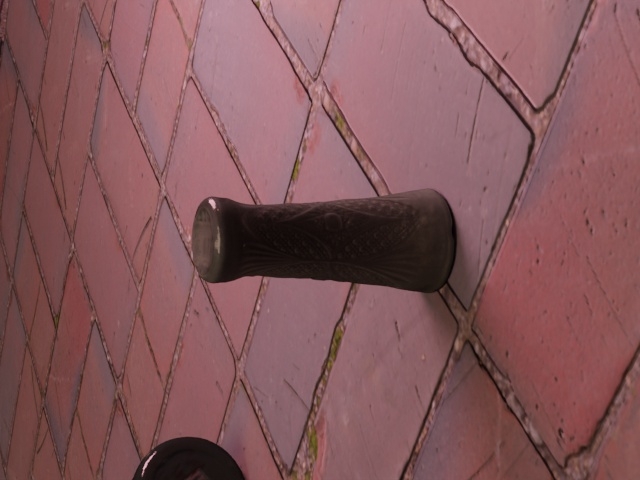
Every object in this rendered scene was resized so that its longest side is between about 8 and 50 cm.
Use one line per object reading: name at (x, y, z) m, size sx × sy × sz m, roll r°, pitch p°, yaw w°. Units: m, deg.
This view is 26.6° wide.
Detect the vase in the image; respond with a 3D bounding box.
vase at (0.000, 0.000, 1.196) m, size 0.096 × 0.219 × 0.096 m, roll 180°, pitch 90°, yaw -67°

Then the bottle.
bottle at (-0.209, 0.380, 1.763) m, size 0.336 × 0.144 × 0.144 m, roll 125°, pitch 138°, yaw -53°
